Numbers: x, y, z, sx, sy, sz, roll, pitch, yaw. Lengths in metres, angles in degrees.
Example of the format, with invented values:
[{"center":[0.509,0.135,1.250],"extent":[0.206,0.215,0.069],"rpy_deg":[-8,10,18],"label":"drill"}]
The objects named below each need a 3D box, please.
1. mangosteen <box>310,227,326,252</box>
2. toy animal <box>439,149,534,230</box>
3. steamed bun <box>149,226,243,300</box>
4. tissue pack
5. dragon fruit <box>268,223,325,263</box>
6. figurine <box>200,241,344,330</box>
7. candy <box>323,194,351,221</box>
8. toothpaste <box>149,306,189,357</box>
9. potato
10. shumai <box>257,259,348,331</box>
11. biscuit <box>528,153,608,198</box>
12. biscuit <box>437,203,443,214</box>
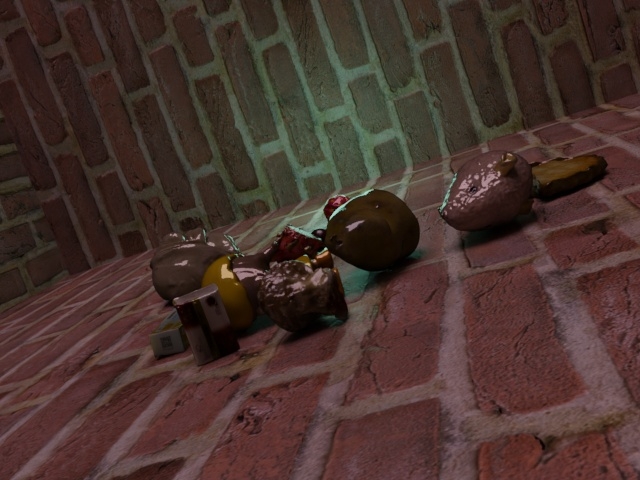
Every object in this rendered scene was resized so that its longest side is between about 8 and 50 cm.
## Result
[{"center":[0.001,-0.003,2.397],"extent":[0.081,0.081,0.081],"rpy_deg":[-19,10,3],"label":"mangosteen"},{"center":[0.453,-0.135,1.890],"extent":[0.226,0.188,0.358],"rpy_deg":[-22,19,30],"label":"toy animal"},{"center":[-0.430,0.059,2.453],"extent":[0.324,0.220,0.309],"rpy_deg":[-21,10,-14],"label":"steamed bun"},{"center":[-0.258,0.189,1.621],"extent":[0.106,0.149,0.099],"rpy_deg":[-22,11,-10],"label":"tissue pack"},{"center":[-0.092,0.021,2.317],"extent":[0.207,0.150,0.133],"rpy_deg":[-23,-21,16],"label":"dragon fruit"},{"center":[-0.125,0.107,1.779],"extent":[0.343,0.187,0.215],"rpy_deg":[-14,21,-7],"label":"figurine"},{"center":[0.110,-0.094,2.633],"extent":[0.124,0.124,0.365],"rpy_deg":[-22,17,-14],"label":"candy"},{"center":[-0.363,0.221,1.898],"extent":[0.089,0.071,0.313],"rpy_deg":[-14,10,7],"label":"toothpaste"},{"center":[0.127,-0.023,1.851],"extent":[0.218,0.203,0.351],"rpy_deg":[22,20,24],"label":"potato"},{"center":[-0.026,0.114,1.573],"extent":[0.152,0.162,0.209],"rpy_deg":[-16,-8,37],"label":"shumai"},{"center":[0.668,-0.182,2.114],"extent":[0.329,0.078,0.335],"rpy_deg":[-9,14,34],"label":"biscuit"},{"center":[0.456,-0.106,2.186],"extent":[0.186,0.044,0.295],"rpy_deg":[-21,9,1],"label":"biscuit"}]
